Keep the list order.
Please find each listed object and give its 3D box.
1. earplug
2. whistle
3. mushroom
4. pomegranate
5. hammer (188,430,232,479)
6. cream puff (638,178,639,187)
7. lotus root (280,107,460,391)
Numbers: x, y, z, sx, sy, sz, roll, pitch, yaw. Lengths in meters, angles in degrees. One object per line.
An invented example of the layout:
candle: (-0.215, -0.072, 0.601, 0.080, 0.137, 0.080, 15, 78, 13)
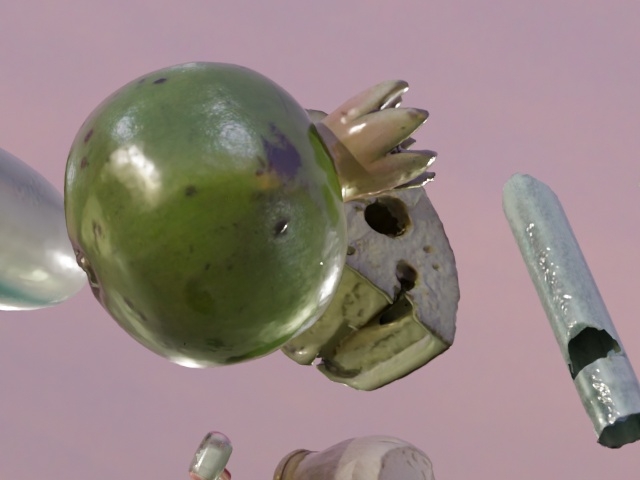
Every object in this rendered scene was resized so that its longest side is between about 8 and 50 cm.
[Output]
earplug: (-0.329, -0.019, 1.787, 0.185, 0.185, 0.324, -10, -27, 34)
whistle: (0.250, 0.063, 1.938, 0.062, 0.312, 0.062, -12, -37, -9)
mushroom: (0.042, 0.242, 1.934, 0.096, 0.108, 0.247, 29, -14, -22)
pomegranate: (-0.040, -0.028, 1.166, 0.225, 0.187, 0.187, -20, -29, -12)
hammer: (-0.097, 0.213, 1.845, 0.031, 0.052, 0.083, 24, -15, 21)
cream puff: (0.290, -0.032, 1.267, 0.156, 0.156, 0.121, 18, -49, -7)
lotus root: (0.000, 0.000, 1.507, 0.235, 0.138, 0.119, 43, -40, -11)
